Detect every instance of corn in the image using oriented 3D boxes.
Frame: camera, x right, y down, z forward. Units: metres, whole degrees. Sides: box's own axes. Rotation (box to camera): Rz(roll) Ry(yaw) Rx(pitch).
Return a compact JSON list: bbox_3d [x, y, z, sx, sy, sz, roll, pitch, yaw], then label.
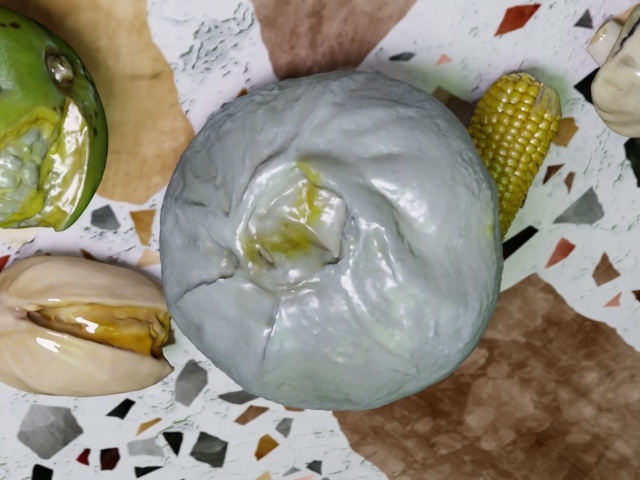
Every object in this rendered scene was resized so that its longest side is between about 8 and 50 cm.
[{"bbox_3d":[0.174,-0.055,1.511,0.260,0.091,0.091,-63,148,-3],"label":"corn"}]

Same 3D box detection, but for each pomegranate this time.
[{"bbox_3d":[-0.335,-0.074,1.322,0.236,0.236,0.302,30,113,-32],"label":"pomegranate"}]

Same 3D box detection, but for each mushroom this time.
[{"bbox_3d":[0.340,-0.183,1.499,0.154,0.122,0.154,-42,152,-28],"label":"mushroom"}]

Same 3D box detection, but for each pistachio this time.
[{"bbox_3d":[-0.257,0.096,1.538,0.229,0.157,0.157,9,125,-29],"label":"pistachio"}]

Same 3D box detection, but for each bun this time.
[{"bbox_3d":[0.000,0.000,1.406,0.362,0.362,0.211,-42,168,18],"label":"bun"}]
